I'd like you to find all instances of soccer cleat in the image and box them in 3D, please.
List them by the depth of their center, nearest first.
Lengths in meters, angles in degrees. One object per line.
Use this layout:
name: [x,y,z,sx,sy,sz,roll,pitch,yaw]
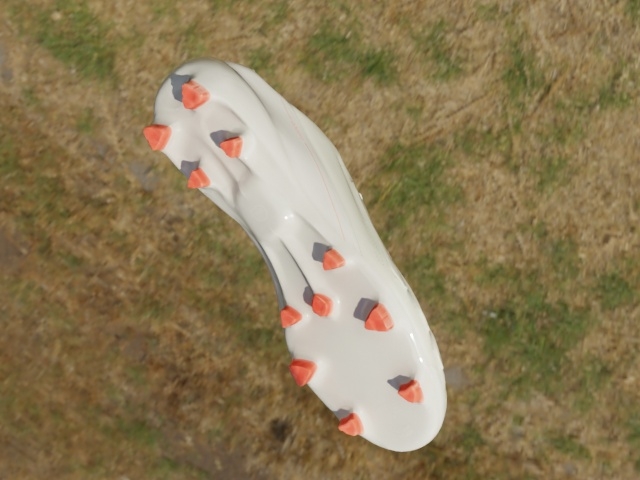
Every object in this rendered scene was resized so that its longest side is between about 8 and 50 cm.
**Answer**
soccer cleat: [0.000,0.000,0.480,0.068,0.076,0.196,-35,88,32]
